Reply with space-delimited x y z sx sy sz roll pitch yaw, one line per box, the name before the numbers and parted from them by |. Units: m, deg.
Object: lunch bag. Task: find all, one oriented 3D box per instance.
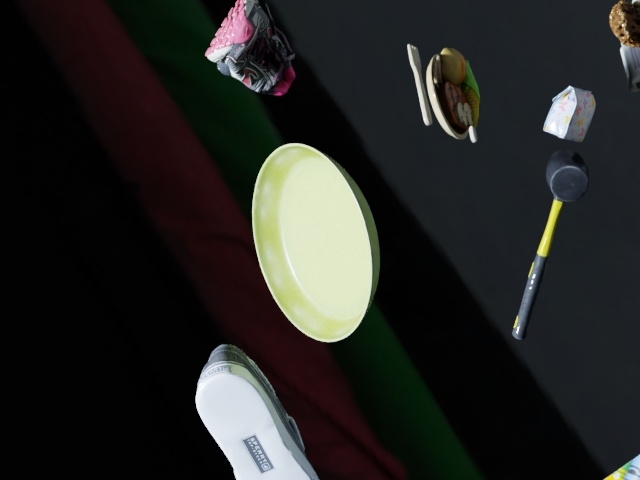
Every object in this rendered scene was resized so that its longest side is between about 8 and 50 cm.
lunch bag | 0.408 -0.208 2.434 0.053 0.083 0.071 30 -164 34

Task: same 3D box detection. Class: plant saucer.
plant saucer | 0.000 0.000 1.780 0.037 0.241 0.241 -15 -110 -34

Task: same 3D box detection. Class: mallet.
mallet | 0.213 0.002 1.421 0.039 0.189 0.062 14 -152 1

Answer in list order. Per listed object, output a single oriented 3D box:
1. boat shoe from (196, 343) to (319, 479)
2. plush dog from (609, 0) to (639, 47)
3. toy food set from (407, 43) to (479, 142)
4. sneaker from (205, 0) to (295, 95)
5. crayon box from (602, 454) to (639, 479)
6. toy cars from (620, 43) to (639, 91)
boat shoe | -0.068 0.264 1.854 0.102 0.108 0.301 -88 -27 -65
plush dog | 0.458 -0.333 1.848 0.263 0.225 0.210 1 -157 -13
toy food set | 0.185 -0.205 2.062 0.192 0.039 0.132 6 -110 -63
sneaker | -0.097 -0.301 2.326 0.112 0.121 0.299 33 180 5
crayon box | 0.570 0.548 2.550 0.083 0.203 0.323 40 -165 -52
toy cars | 0.600 -0.254 2.094 0.394 0.176 0.087 24 167 33
